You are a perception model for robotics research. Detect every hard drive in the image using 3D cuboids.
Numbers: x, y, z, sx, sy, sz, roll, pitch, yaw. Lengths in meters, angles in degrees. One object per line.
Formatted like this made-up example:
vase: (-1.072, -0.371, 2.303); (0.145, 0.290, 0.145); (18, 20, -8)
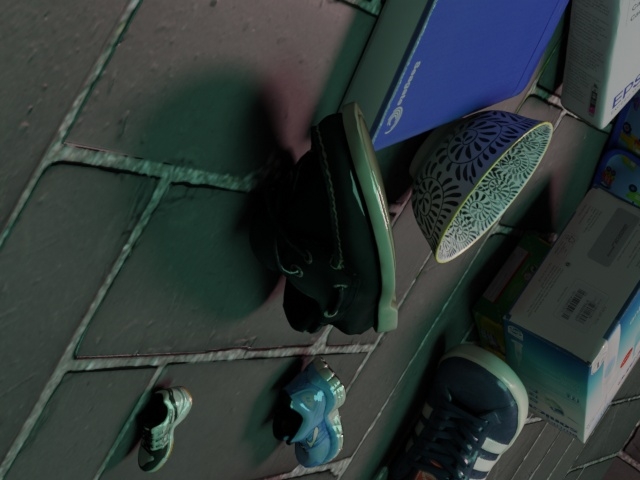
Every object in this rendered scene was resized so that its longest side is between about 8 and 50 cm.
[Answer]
hard drive: (0.140, -0.198, 1.486); (0.319, 0.040, 0.210); (-25, 144, -56)

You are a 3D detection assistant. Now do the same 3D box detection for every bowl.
bowl: (0.139, -0.069, 1.617); (0.170, 0.080, 0.170); (-44, 164, -16)

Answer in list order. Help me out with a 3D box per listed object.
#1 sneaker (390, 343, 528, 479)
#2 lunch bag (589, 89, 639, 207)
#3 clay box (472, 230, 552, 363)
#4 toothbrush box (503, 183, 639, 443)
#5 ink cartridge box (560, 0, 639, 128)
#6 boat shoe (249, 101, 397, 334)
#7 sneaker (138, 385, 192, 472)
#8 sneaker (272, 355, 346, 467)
sneaker: (0.161, 0.273, 2.141); (0.148, 0.131, 0.350); (-48, 160, -34)
lunch bag: (0.478, -0.078, 2.193); (0.138, 0.221, 0.293); (-34, 150, -46)
clay box: (0.259, 0.086, 2.190); (0.127, 0.053, 0.222); (-54, 161, -12)
toothbrush box: (0.340, 0.099, 2.139); (0.216, 0.126, 0.295); (-54, 161, -18)
ink cartridge box: (0.384, -0.324, 1.793); (0.324, 0.071, 0.330); (-45, 158, -21)
boat shoe: (-0.001, -0.004, 1.374); (0.113, 0.127, 0.340); (-10, 162, 0)
sneaker: (-0.141, 0.158, 1.422); (0.037, 0.032, 0.083); (3, 115, -52)
sneaker: (-0.021, 0.181, 1.711); (0.073, 0.063, 0.162); (-28, 146, -20)
